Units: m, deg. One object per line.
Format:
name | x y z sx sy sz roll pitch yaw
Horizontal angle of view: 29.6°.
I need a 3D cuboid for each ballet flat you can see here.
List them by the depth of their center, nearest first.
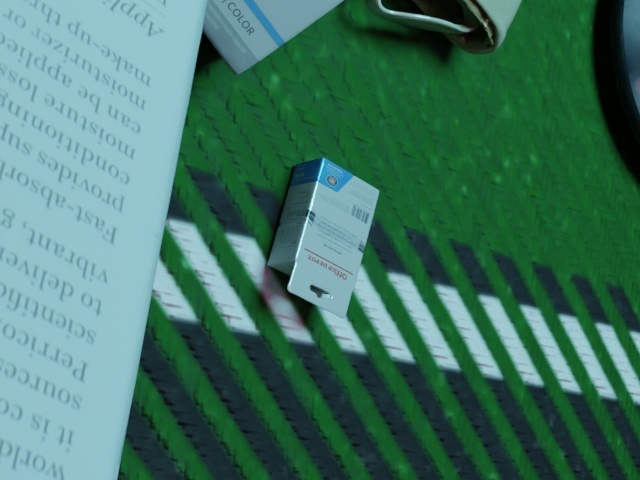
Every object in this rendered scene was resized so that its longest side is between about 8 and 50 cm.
ballet flat | 0.032 -0.185 0.732 0.248 0.086 0.086 24 70 -35

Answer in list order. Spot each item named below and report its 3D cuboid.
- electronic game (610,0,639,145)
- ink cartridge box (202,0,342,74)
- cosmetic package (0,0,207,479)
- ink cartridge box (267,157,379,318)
electronic game | 0.306 -0.140 0.968 0.229 0.048 0.229 7 78 -39
ink cartridge box | 0.007 -0.195 0.637 0.209 0.062 0.109 -34 112 10
cosmetic package | -0.185 -0.005 0.388 0.230 0.161 0.453 33 45 -32
ink cartridge box | 0.000 0.000 0.711 0.048 0.028 0.083 29 67 -34
